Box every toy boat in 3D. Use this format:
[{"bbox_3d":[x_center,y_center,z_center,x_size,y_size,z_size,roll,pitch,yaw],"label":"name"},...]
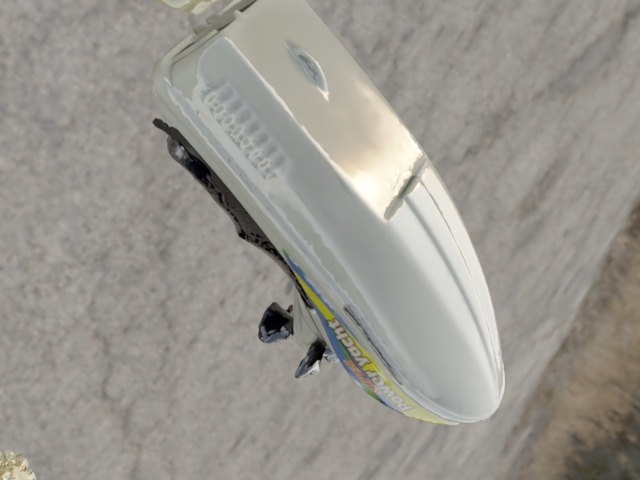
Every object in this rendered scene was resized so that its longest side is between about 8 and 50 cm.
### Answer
[{"bbox_3d":[0.002,-0.007,0.709,0.141,0.141,0.269,-40,113,-34],"label":"toy boat"}]

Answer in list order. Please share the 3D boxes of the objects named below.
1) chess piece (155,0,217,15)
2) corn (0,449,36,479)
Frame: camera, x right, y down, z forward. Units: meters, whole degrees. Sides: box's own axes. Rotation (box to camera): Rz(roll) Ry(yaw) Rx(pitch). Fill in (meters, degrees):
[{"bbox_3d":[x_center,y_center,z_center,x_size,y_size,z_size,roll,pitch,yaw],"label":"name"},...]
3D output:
[{"bbox_3d":[-0.092,-0.269,1.161,0.090,0.090,0.200,-33,-178,-44],"label":"chess piece"},{"bbox_3d":[-0.336,0.238,1.038,0.211,0.087,0.087,-29,160,8],"label":"corn"}]
